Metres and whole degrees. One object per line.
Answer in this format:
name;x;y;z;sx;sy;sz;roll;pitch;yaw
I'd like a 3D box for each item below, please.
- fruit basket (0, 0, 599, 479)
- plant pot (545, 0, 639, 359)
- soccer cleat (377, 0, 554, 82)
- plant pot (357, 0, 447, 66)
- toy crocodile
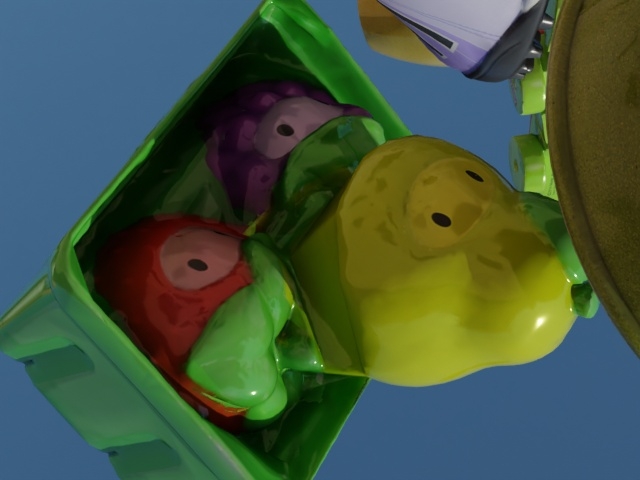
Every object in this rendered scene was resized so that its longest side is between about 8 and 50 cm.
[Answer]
fruit basket;0.000;0.000;1.272;0.392;0.283;0.392;-36;-163;13
plant pot;0.380;-0.089;1.008;0.353;0.366;0.366;-25;-153;53
soccer cleat;0.034;-0.127;0.600;0.116;0.318;0.109;14;-92;5
plant pot;0.091;-0.230;1.756;0.095;0.134;0.134;-9;-139;16
toy crocodile;0.250;-0.139;1.834;0.115;0.340;0.105;-11;-128;-2
